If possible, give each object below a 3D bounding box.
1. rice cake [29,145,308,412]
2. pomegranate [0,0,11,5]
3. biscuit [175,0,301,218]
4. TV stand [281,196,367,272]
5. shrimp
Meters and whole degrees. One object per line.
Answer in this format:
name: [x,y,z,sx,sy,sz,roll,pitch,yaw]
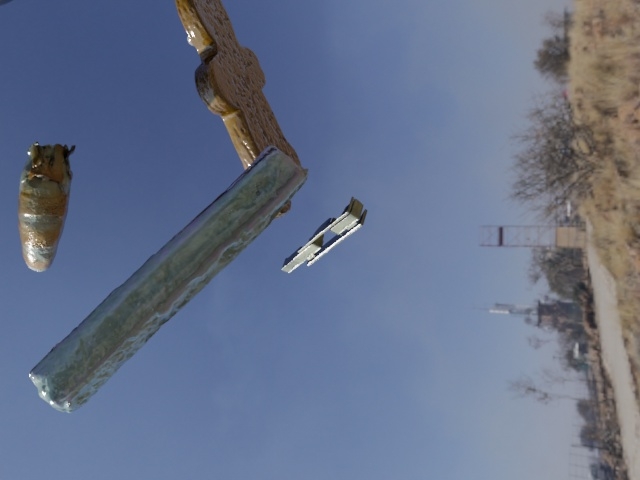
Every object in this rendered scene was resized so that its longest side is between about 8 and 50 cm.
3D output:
rice cake: [-0.086,0.018,0.340,0.207,0.033,0.033,-45,-14,-13]
pomegranate: [-0.482,-0.437,0.751,0.211,0.211,0.263,51,-157,-52]
biscuit: [-0.154,-0.260,0.996,0.283,0.064,0.432,-72,-40,-63]
TV stand: [0.000,0.000,1.003,0.042,0.249,0.036,30,-128,-17]
shrimp: [-0.447,-0.040,0.914,0.068,0.287,0.185,8,-101,-21]
